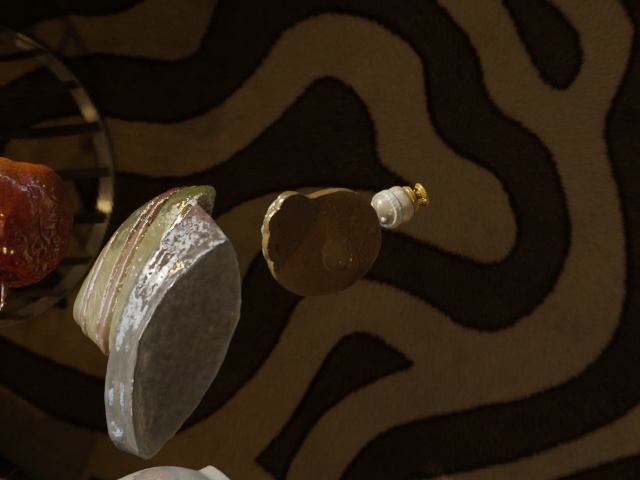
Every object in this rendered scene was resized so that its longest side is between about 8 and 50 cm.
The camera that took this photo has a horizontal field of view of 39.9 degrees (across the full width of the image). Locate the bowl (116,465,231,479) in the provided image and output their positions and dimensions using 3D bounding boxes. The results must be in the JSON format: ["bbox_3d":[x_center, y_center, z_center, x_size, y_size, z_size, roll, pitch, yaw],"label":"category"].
[{"bbox_3d":[-0.174,0.443,1.315,0.345,0.345,0.157,47,67,1],"label":"bowl"}]

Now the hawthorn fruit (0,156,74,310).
[{"bbox_3d":[-0.490,0.001,1.380,0.207,0.207,0.243,-10,65,9],"label":"hawthorn fruit"}]

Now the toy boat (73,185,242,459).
[{"bbox_3d":[-0.191,0.058,0.963,0.276,0.111,0.293,-59,42,18],"label":"toy boat"}]

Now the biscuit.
[{"bbox_3d":[0.000,0.000,1.432,0.208,0.049,0.181,-11,108,-27],"label":"biscuit"}]

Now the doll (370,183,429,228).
[{"bbox_3d":[0.131,-0.054,1.600,0.127,0.084,0.073,-23,63,-13],"label":"doll"}]
